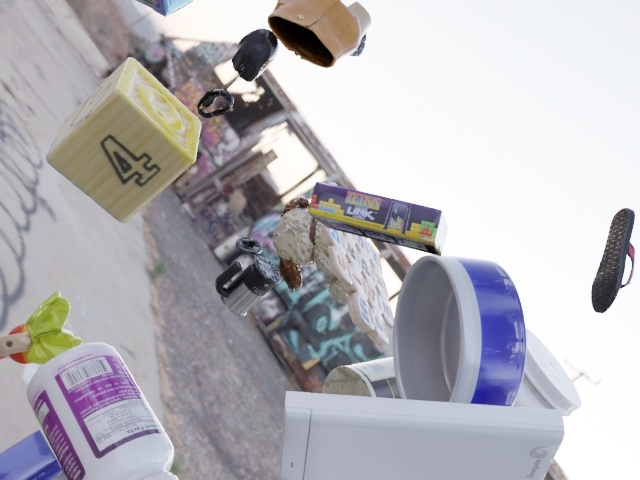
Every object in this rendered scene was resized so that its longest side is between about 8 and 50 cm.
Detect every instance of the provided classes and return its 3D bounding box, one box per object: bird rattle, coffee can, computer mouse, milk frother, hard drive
[{"bbox_3d":[-0.580,0.208,1.557,0.207,0.254,0.143,77,-7,-80],"label":"bird rattle"},{"bbox_3d":[0.170,0.381,1.946,0.201,0.275,0.201,7,-81,53],"label":"coffee can"},{"bbox_3d":[-0.161,-0.304,1.507,0.071,0.242,0.041,46,37,-3],"label":"computer mouse"},{"bbox_3d":[-0.185,0.082,1.975,0.129,0.135,0.143,38,23,-21],"label":"milk frother"},{"bbox_3d":[0.122,0.296,1.097,0.047,0.353,0.233,-88,-177,-46],"label":"hard drive"}]

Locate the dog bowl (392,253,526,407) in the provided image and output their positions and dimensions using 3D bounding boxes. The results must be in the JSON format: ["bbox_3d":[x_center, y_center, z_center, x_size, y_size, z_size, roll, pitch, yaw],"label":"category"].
[{"bbox_3d":[0.207,0.156,1.257,0.265,0.104,0.264,-177,-90,-74],"label":"dog bowl"}]

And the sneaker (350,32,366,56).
[{"bbox_3d":[-0.007,-0.505,1.956,0.124,0.107,0.283,17,6,29],"label":"sneaker"}]

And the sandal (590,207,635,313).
[{"bbox_3d":[0.463,0.033,1.252,0.040,0.179,0.067,26,-20,-11],"label":"sandal"}]

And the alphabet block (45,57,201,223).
[{"bbox_3d":[-0.361,-0.188,1.519,0.193,0.197,0.192,42,19,-27],"label":"alphabet block"}]

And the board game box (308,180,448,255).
[{"bbox_3d":[0.082,-0.028,1.095,0.170,0.048,0.141,14,-6,13],"label":"board game box"}]

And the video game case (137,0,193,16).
[{"bbox_3d":[-0.271,-0.453,1.020,0.244,0.061,0.269,31,-39,23],"label":"video game case"}]

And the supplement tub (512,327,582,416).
[{"bbox_3d":[0.339,0.346,1.661,0.235,0.325,0.235,44,19,-19],"label":"supplement tub"}]

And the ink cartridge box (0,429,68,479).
[{"bbox_3d":[-0.581,0.571,1.520,0.307,0.304,0.072,61,-23,-7],"label":"ink cartridge box"}]

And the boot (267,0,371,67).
[{"bbox_3d":[-0.052,-0.439,1.469,0.295,0.104,0.211,37,39,3],"label":"boot"}]

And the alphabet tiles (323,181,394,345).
[{"bbox_3d":[0.063,0.040,1.437,0.278,0.021,0.284,45,29,-54],"label":"alphabet tiles"}]

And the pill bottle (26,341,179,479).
[{"bbox_3d":[-0.345,0.330,1.332,0.301,0.169,0.169,52,-4,26],"label":"pill bottle"}]

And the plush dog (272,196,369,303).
[{"bbox_3d":[0.000,0.000,1.892,0.210,0.225,0.262,72,20,-63],"label":"plush dog"}]
